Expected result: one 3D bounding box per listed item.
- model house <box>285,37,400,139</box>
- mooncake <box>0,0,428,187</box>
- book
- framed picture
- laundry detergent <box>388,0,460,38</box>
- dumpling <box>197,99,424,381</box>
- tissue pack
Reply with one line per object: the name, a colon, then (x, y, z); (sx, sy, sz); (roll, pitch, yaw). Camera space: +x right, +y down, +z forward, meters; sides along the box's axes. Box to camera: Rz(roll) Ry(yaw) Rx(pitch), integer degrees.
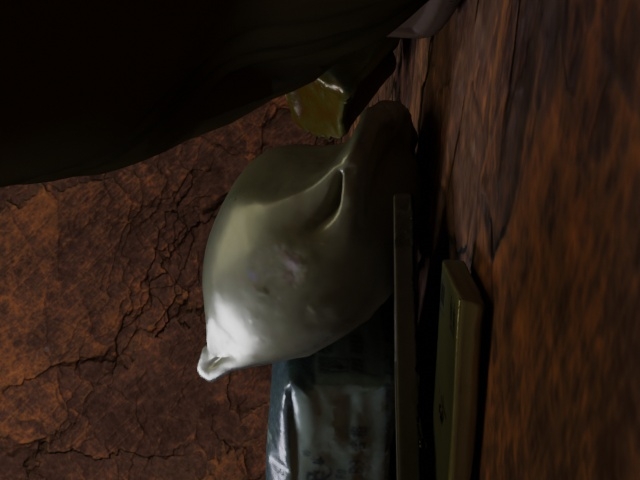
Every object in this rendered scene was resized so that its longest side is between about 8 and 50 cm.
model house: (-0.013, -0.215, 1.049); (0.239, 0.173, 0.268); (100, 174, -74)
mooncake: (-0.121, -0.248, 0.418); (0.262, 0.467, 0.467); (-166, 78, -84)
book: (0.066, 0.071, 0.575); (0.077, 0.014, 0.111); (-89, 1, -77)
framed picture: (0.052, 0.123, 0.702); (0.184, 0.016, 0.250); (84, -175, -53)
laundry detergent: (0.050, -0.245, 0.644); (0.171, 0.076, 0.237); (106, 169, -80)
dumpling: (0.000, 0.000, 0.848); (0.252, 0.131, 0.179); (-60, -7, 30)
tissue pack: (0.010, 0.109, 1.029); (0.315, 0.103, 0.228); (-88, 0, -57)
